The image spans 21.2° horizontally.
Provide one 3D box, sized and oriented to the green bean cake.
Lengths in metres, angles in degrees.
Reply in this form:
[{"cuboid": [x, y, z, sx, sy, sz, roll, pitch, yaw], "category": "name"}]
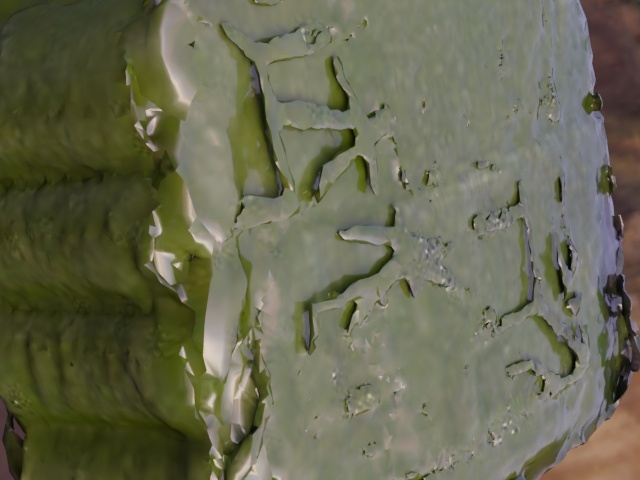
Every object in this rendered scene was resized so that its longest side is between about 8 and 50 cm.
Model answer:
[{"cuboid": [0.000, 0.000, 0.518, 0.113, 0.214, 0.200, 1, -74, 39], "category": "green bean cake"}]
